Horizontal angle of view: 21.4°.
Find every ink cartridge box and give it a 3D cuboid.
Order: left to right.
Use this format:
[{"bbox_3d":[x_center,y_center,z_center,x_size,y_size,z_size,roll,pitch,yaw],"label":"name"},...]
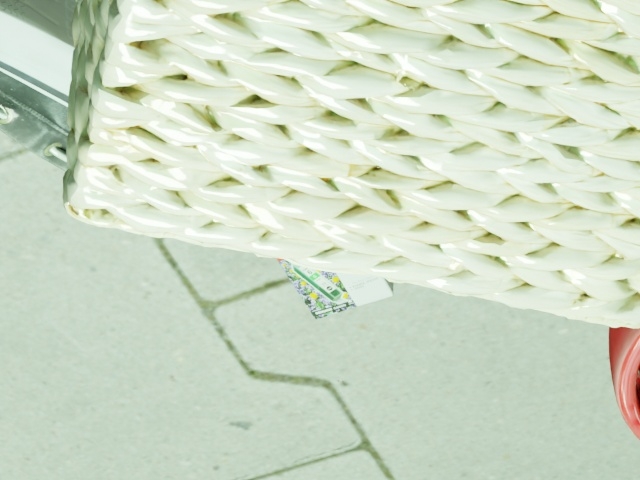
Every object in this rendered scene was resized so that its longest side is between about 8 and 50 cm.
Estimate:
[{"bbox_3d":[0.000,0.000,1.173,0.062,0.029,0.115,-18,128,18],"label":"ink cartridge box"}]

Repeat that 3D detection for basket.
[{"bbox_3d":[0.049,-0.168,0.815,0.331,0.328,0.266,11,134,-17],"label":"basket"}]

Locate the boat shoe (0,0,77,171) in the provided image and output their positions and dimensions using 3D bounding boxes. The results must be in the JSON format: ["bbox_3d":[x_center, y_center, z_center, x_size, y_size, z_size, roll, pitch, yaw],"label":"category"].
[{"bbox_3d":[-0.208,-0.118,1.020,0.335,0.121,0.119,32,121,-25],"label":"boat shoe"}]

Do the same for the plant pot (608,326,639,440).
[{"bbox_3d":[0.277,0.031,1.091,0.191,0.174,0.191,2,130,2],"label":"plant pot"}]
